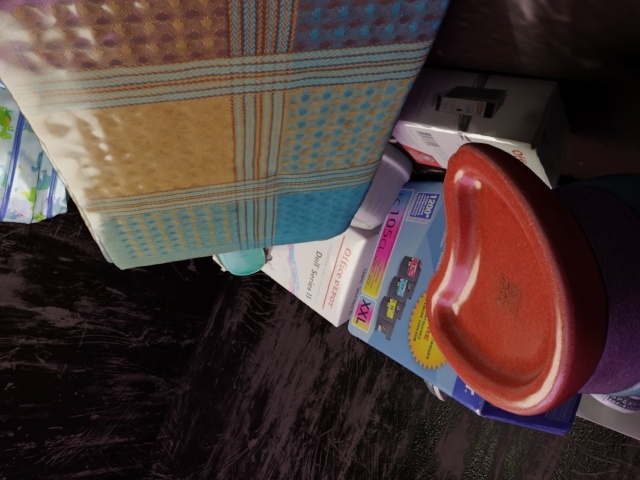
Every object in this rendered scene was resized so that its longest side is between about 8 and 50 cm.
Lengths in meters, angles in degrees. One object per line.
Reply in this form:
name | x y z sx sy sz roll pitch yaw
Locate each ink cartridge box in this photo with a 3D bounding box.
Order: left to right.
ink cartridge box | 0.012 0.010 1.000 0.353 0.207 0.119 33 -143 27
ink cartridge box | 0.135 -0.096 0.460 0.135 0.056 0.099 20 175 34
ink cartridge box | 0.217 0.067 0.710 0.151 0.269 0.395 19 179 -25

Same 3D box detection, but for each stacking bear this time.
stacking bear | 0.249 0.023 0.388 0.289 0.175 0.164 -6 -150 -14

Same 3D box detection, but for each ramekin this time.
ramekin | 0.023 -0.096 0.796 0.207 0.109 0.207 22 177 1

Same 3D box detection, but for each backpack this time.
backpack | -0.609 -0.209 1.071 0.290 0.355 0.273 18 176 45

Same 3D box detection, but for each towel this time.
towel | -0.073 -0.073 0.437 0.272 0.040 0.370 -8 158 -11

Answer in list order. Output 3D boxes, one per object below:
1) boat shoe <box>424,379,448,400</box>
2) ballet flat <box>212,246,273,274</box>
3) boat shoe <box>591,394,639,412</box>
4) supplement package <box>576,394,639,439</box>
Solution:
boat shoe | 0.250 0.264 1.154 0.099 0.116 0.319 17 180 22
ballet flat | -0.168 -0.111 0.866 0.147 0.147 0.408 21 142 25
boat shoe | 0.389 0.062 0.788 0.136 0.156 0.367 18 -153 -10
supplement package | 0.590 0.239 1.098 0.204 0.261 0.145 23 177 -9
